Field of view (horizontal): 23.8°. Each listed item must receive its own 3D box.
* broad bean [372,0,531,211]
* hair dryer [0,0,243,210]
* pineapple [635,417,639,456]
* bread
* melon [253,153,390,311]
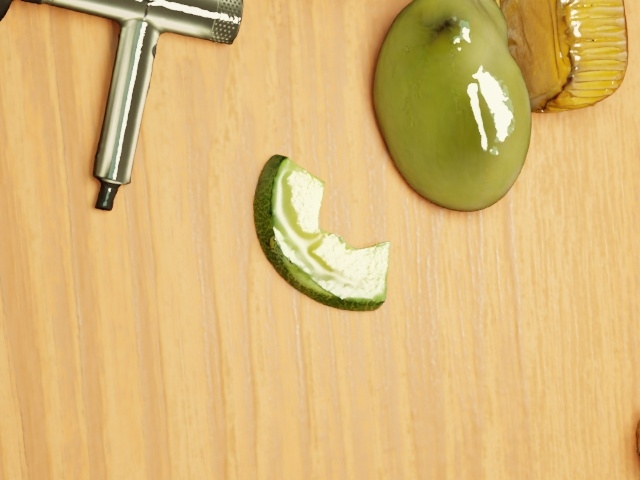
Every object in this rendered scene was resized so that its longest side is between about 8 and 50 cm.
[{"bbox_3d":[0.149,-0.163,1.765,0.189,0.121,0.263,-9,88,25],"label":"broad bean"},{"bbox_3d":[-0.272,-0.206,1.721,0.320,0.156,0.284,20,74,-13],"label":"hair dryer"},{"bbox_3d":[0.490,0.294,1.774,0.158,0.158,0.278,-37,103,-7],"label":"pineapple"},{"bbox_3d":[0.280,-0.246,1.760,0.104,0.199,0.199,-7,87,-23],"label":"bread"},{"bbox_3d":[0.000,0.000,1.778,0.209,0.064,0.118,37,78,-5],"label":"melon"}]
